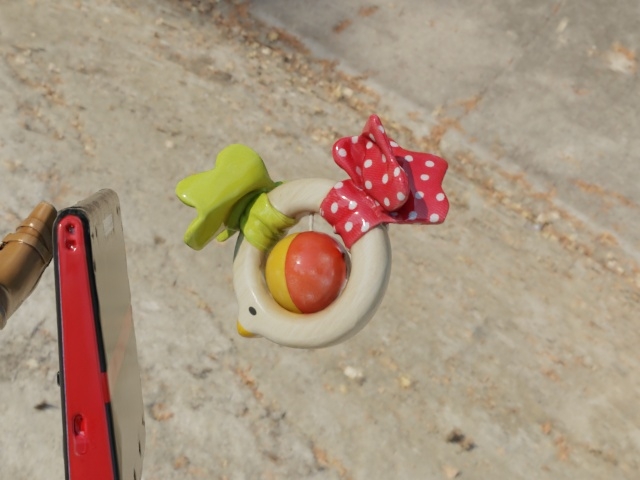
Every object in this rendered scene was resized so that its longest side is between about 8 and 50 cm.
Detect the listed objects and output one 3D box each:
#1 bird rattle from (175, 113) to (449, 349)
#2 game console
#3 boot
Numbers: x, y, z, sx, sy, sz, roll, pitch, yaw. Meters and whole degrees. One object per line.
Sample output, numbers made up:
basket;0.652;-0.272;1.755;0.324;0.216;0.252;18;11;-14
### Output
bird rattle;0.000;0.000;0.833;0.253;0.207;0.143;-2;-7;18
game console;-0.242;0.123;0.954;0.060;0.342;0.386;-7;8;-9
boot;-0.345;0.021;0.982;0.073;0.152;0.197;35;-19;-11
